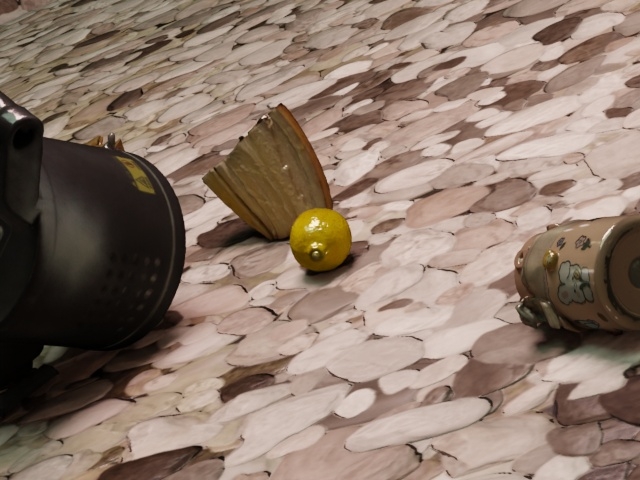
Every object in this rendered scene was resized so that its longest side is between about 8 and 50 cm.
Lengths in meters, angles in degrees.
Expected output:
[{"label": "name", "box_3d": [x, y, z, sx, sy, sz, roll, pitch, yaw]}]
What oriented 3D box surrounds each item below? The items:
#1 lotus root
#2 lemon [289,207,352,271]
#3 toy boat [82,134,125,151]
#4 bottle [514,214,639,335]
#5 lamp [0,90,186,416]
[{"label": "lotus root", "box_3d": [-0.043, -0.072, 1.974, 0.159, 0.135, 0.095, -22, 12, 45]}, {"label": "lemon", "box_3d": [0.000, 0.000, 1.826, 0.062, 0.062, 0.083, -18, 17, 12]}, {"label": "toy boat", "box_3d": [-0.289, -0.083, 2.385, 0.077, 0.057, 0.200, -11, 20, 11]}, {"label": "bottle", "box_3d": [0.209, 0.029, 1.482, 0.099, 0.099, 0.152, -32, 14, -27]}, {"label": "lamp", "box_3d": [-0.260, -0.009, 1.787, 0.272, 0.374, 0.205, -16, 42, -44]}]
